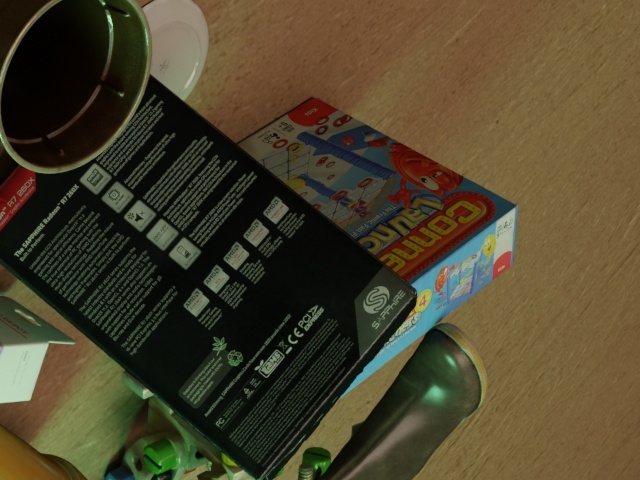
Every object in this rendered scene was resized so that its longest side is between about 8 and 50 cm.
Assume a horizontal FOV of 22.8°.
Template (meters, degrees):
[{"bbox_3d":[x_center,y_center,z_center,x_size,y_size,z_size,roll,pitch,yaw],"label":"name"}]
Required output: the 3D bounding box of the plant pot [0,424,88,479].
[{"bbox_3d":[-0.340,0.267,1.573,0.205,0.205,0.188,-46,131,-20],"label":"plant pot"}]

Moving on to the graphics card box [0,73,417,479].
[{"bbox_3d":[-0.119,0.025,1.491,0.233,0.371,0.094,-50,170,-8],"label":"graphics card box"}]

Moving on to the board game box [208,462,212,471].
[{"bbox_3d":[-0.090,0.201,1.984,0.147,0.045,0.193,-42,144,-26],"label":"board game box"}]

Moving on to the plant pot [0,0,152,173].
[{"bbox_3d":[-0.258,-0.165,1.343,0.167,0.165,0.167,-33,139,-35],"label":"plant pot"}]

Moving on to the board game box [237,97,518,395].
[{"bbox_3d":[0.000,0.000,1.704,0.308,0.302,0.086,-35,141,-34],"label":"board game box"}]

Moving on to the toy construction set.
[{"bbox_3d":[-0.096,0.227,1.784,0.308,0.257,0.237,-2,115,-17],"label":"toy construction set"}]

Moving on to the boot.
[{"bbox_3d":[0.076,0.212,1.700,0.207,0.090,0.248,-38,157,-29],"label":"boot"}]

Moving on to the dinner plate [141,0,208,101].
[{"bbox_3d":[-0.161,-0.180,1.606,0.141,0.017,0.141,-32,138,-35],"label":"dinner plate"}]

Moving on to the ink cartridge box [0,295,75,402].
[{"bbox_3d":[-0.341,0.102,1.491,0.198,0.115,0.067,1,114,-54],"label":"ink cartridge box"}]
